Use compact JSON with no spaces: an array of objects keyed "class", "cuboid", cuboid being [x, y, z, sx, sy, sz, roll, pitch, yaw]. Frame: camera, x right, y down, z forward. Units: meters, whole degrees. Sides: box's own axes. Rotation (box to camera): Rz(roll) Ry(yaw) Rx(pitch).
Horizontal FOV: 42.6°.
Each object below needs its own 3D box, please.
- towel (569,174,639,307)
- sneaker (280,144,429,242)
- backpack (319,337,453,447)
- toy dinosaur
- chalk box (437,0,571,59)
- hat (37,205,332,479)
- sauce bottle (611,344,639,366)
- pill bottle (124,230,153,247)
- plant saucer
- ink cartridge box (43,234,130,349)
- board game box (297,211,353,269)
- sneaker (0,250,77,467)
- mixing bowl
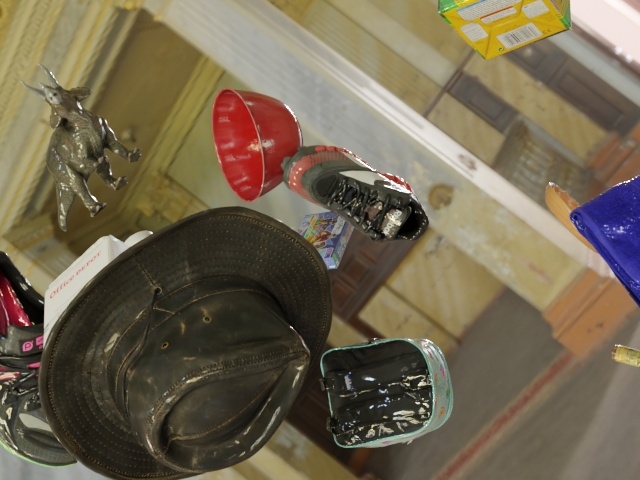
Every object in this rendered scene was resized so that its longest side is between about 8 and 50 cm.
[{"class":"towel","cuboid":[0.582,-0.042,1.289,0.308,0.227,0.076,-29,-34,-1]},{"class":"sneaker","cuboid":[0.066,-0.066,1.281,0.097,0.276,0.135,-57,38,16]},{"class":"backpack","cuboid":[0.114,0.234,1.279,0.188,0.165,0.144,-22,-23,35]},{"class":"toy dinosaur","cuboid":[-0.400,-0.144,1.372,0.121,0.160,0.313,-36,-18,-36]},{"class":"chalk box","cuboid":[0.246,-0.380,1.100,0.132,0.132,0.213,-15,62,37]},{"class":"hat","cuboid":[-0.102,0.133,0.826,0.331,0.331,0.134,-52,37,-4]},{"class":"sauce bottle","cuboid":[0.770,0.285,1.980,0.042,0.128,0.042,-16,-70,-50]},{"class":"pill bottle","cuboid":[-0.312,0.064,1.573,0.094,0.169,0.094,-28,-30,-17]},{"class":"plant saucer","cuboid":[0.544,-0.041,1.735,0.037,0.200,0.200,-46,-1,19]},{"class":"ink cartridge box","cuboid":[-0.335,0.122,1.238,0.159,0.092,0.217,-39,41,17]},{"class":"board game box","cuboid":[0.000,0.000,1.964,0.136,0.035,0.201,-8,33,26]},{"class":"sneaker","cuboid":[-0.586,0.234,1.599,0.202,0.482,0.185,-20,11,44]},{"class":"mixing bowl","cuboid":[-0.091,-0.159,1.303,0.098,0.181,0.181,-17,-22,-28]}]
